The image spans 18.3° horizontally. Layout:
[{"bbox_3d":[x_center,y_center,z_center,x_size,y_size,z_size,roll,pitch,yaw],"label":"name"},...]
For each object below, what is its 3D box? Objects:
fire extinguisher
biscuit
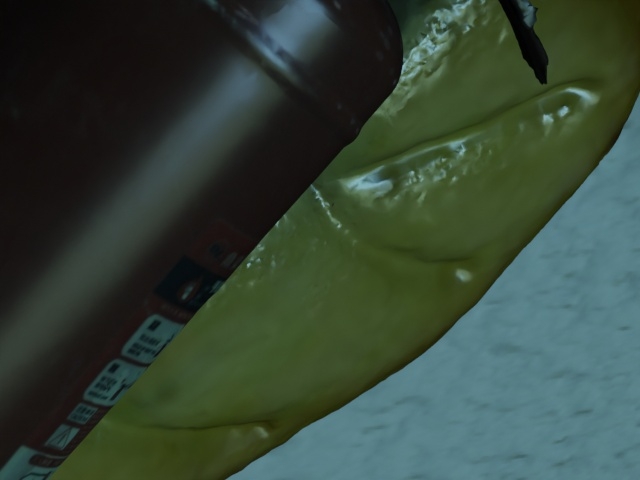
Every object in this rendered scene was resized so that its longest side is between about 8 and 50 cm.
[{"bbox_3d":[-0.051,-0.012,0.560,0.337,0.106,0.147,-47,128,1],"label":"fire extinguisher"},{"bbox_3d":[0.001,0.003,0.680,0.299,0.045,0.154,-43,142,-4],"label":"biscuit"}]
